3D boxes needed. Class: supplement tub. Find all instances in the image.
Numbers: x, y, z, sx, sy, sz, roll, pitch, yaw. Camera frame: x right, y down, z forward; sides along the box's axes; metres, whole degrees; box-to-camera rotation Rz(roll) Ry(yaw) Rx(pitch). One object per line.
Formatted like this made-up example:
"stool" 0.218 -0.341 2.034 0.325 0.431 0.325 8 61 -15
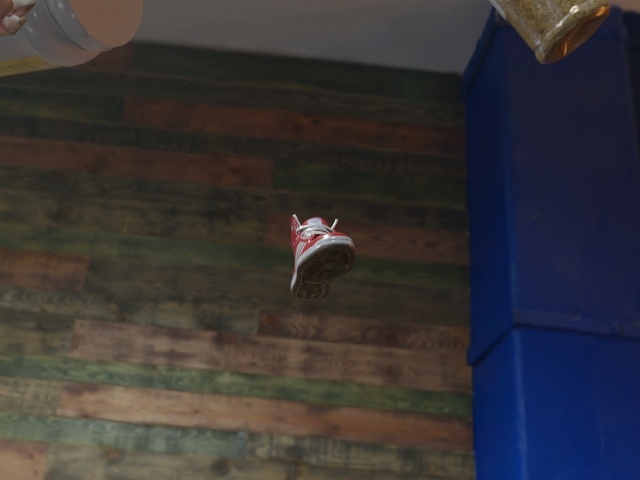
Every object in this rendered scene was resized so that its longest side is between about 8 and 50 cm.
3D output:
"supplement tub" -0.475 -0.384 1.320 0.331 0.241 0.241 -3 -28 23

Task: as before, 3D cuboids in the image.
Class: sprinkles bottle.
"sprinkles bottle" 0.256 -0.419 1.200 0.121 0.355 0.121 -33 -13 -9

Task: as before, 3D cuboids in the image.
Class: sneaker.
"sneaker" 0.000 0.000 0.670 0.042 0.067 0.118 8 -22 -12

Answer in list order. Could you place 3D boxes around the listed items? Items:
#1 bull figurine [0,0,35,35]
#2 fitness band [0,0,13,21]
"bull figurine" -0.368 -0.249 0.763 0.188 0.310 0.101 44 -46 -19
"fitness band" -0.387 -0.266 0.725 0.209 0.054 0.291 28 -16 21
